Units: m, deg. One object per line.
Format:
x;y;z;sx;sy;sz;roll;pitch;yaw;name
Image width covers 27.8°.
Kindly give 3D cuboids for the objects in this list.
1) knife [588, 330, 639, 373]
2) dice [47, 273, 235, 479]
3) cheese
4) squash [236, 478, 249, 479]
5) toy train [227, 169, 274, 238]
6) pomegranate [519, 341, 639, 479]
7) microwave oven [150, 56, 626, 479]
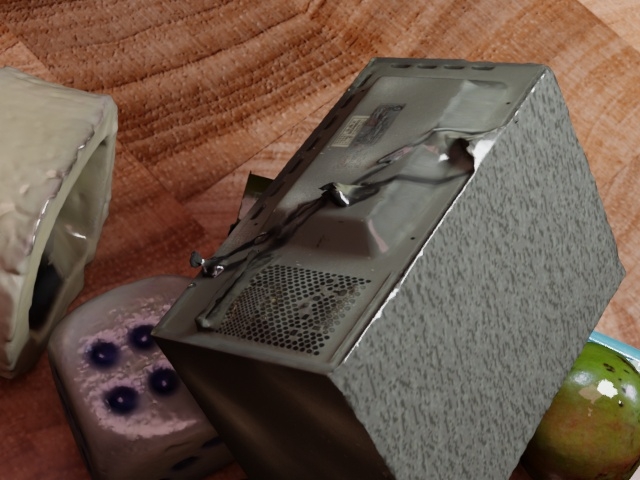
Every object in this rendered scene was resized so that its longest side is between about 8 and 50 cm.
0.368;0.154;1.595;0.222;0.031;0.064;26;65;7;knife
-0.183;0.164;1.425;0.193;0.192;0.194;-18;64;-18;dice
-0.346;-0.024;1.456;0.153;0.292;0.332;19;49;3;cheese
-0.138;0.327;1.409;0.219;0.077;0.068;-32;62;-20;squash
0.000;0.000;1.568;0.226;0.137;0.090;13;61;0;toy train
0.263;0.201;1.479;0.224;0.181;0.181;3;61;10;pomegranate
0.088;0.055;1.341;0.236;0.374;0.432;7;49;40;microwave oven
